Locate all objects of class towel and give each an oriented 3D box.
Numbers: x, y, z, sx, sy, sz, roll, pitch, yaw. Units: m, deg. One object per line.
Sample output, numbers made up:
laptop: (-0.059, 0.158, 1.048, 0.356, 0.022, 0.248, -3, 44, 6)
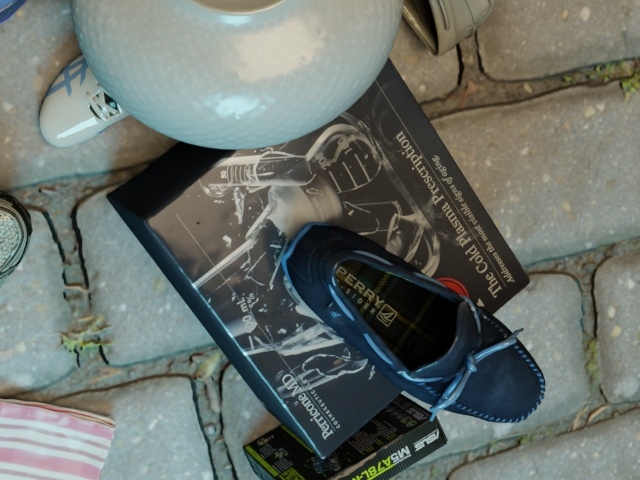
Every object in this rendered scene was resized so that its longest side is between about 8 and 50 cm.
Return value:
towel: (-0.316, 0.278, 1.475, 0.144, 0.029, 0.197, 13, 95, -23)

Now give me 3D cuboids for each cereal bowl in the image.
cereal bowl: (-0.081, -0.267, 1.297, 0.338, 0.141, 0.339, 1, 75, -3)

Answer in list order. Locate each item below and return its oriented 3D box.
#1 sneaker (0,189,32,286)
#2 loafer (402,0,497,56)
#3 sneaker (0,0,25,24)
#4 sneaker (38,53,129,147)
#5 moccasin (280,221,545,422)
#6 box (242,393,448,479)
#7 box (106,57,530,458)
sneaker: (-0.437, 0.064, 1.322, 0.343, 0.146, 0.134, -33, 110, -14)
loafer: (0.074, -0.342, 1.473, 0.319, 0.112, 0.111, 46, 73, -23)
sneaker: (-0.276, -0.352, 1.259, 0.130, 0.236, 0.323, 23, 91, -24)
sneaker: (-0.195, -0.171, 1.395, 0.237, 0.086, 0.085, -32, 117, 4)
moccasin: (0.105, 0.107, 1.371, 0.342, 0.117, 0.138, 29, 90, -25)
box: (0.024, 0.233, 1.516, 0.184, 0.190, 0.045, -31, 109, -15)
box: (0.000, 0.000, 1.470, 0.312, 0.179, 0.343, -39, 111, -10)
